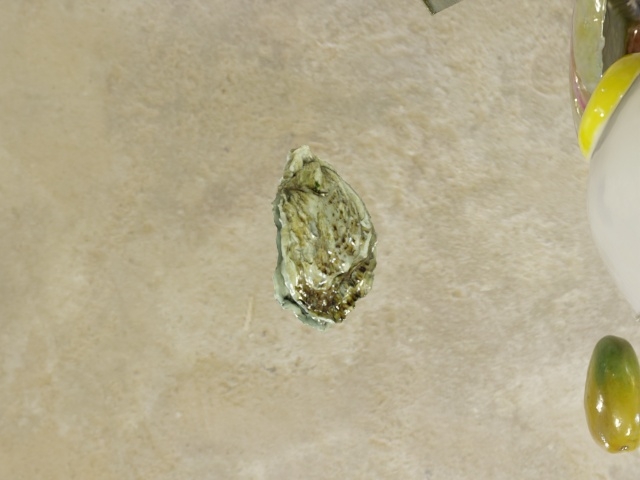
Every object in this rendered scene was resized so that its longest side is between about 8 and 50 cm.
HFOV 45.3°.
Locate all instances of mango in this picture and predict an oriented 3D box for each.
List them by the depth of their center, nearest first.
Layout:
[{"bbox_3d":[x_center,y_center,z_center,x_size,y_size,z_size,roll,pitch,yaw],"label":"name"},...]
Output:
[{"bbox_3d":[0.480,0.247,1.251,0.092,0.130,0.194,4,59,9],"label":"mango"}]

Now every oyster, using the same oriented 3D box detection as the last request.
[{"bbox_3d":[0.000,0.000,1.198,0.112,0.198,0.267,-18,51,50],"label":"oyster"}]

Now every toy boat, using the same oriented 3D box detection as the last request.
[{"bbox_3d":[0.340,-0.207,0.913,0.111,0.293,0.276,8,110,30],"label":"toy boat"}]

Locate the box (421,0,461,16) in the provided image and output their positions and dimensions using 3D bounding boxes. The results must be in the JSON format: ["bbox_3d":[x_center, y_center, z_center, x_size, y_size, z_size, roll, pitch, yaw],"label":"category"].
[{"bbox_3d":[0.211,-0.547,1.366,0.155,0.149,0.231,-40,103,-8],"label":"box"}]

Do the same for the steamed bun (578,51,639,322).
[{"bbox_3d":[0.373,-0.043,0.582,0.334,0.374,0.334,-2,84,21],"label":"steamed bun"}]
